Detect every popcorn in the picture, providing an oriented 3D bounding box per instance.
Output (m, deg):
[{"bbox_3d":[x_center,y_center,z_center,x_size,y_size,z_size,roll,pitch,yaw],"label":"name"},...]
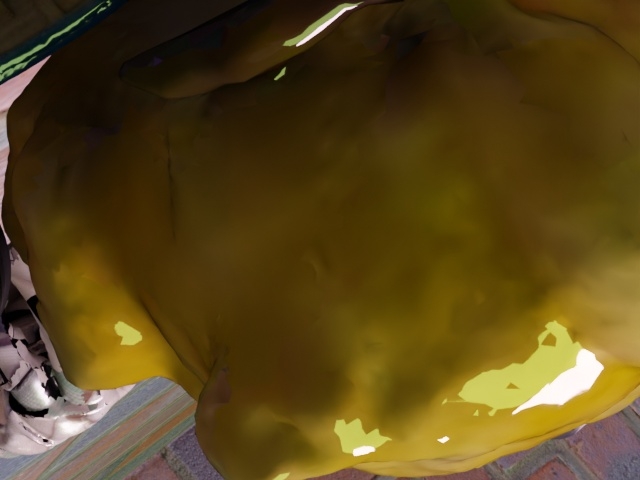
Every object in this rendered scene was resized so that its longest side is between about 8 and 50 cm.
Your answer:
[{"bbox_3d":[0.047,-0.039,0.540,0.316,0.281,0.297,-36,-142,-17],"label":"popcorn"}]

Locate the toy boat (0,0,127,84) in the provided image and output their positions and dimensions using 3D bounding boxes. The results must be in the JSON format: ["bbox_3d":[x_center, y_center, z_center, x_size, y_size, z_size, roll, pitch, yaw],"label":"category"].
[{"bbox_3d":[-0.092,-0.087,0.419,0.229,0.080,0.046,-41,-151,-6],"label":"toy boat"}]

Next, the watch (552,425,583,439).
[{"bbox_3d":[0.105,-0.046,0.789,0.231,0.244,0.196,-51,-166,-18],"label":"watch"}]

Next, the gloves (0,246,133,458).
[{"bbox_3d":[-0.149,0.054,0.930,0.127,0.111,0.212,-29,175,-46],"label":"gloves"}]

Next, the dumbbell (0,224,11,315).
[{"bbox_3d":[-0.172,0.021,0.510,0.099,0.099,0.208,-44,174,24],"label":"dumbbell"}]
